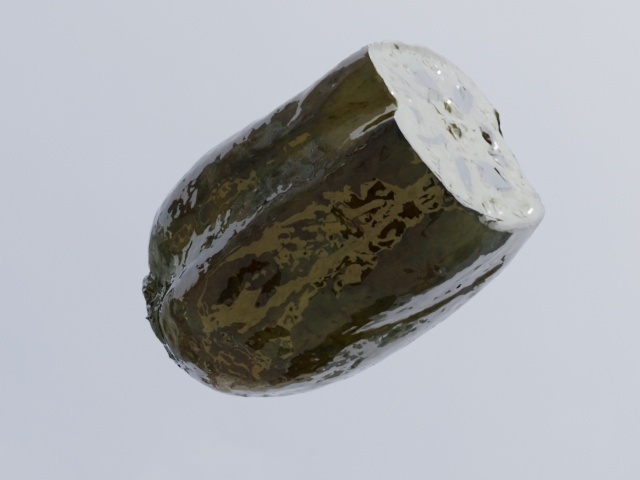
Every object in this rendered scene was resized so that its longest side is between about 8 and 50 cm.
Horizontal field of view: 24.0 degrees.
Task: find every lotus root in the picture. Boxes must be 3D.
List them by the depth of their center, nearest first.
[{"bbox_3d":[0.000,0.000,1.304,0.346,0.250,0.250,-33,-77,22],"label":"lotus root"}]
